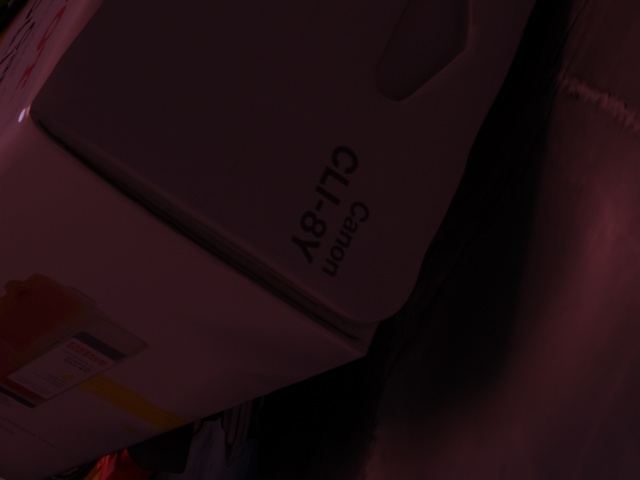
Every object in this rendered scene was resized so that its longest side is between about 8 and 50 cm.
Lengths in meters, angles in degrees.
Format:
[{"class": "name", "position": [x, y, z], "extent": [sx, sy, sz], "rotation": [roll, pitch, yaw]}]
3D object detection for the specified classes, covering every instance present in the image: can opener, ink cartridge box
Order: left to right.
[{"class": "ink cartridge box", "position": [-0.080, -0.061, 0.787], "extent": [0.385, 0.160, 0.279], "rotation": [-27, 33, 56]}, {"class": "can opener", "position": [-0.065, 0.018, 0.976], "extent": [0.280, 0.093, 0.074], "rotation": [-91, 12, -52]}]

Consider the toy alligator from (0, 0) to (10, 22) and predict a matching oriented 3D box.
[{"class": "toy alligator", "position": [-0.177, -0.105, 0.773], "extent": [0.190, 0.056, 0.051], "rotation": [-31, 71, 55]}]

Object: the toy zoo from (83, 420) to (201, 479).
[{"class": "toy zoo", "position": [-0.127, 0.094, 1.232], "extent": [0.293, 0.030, 0.192], "rotation": [132, 154, -57]}]

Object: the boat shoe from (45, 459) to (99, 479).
[{"class": "boat shoe", "position": [-0.153, 0.072, 1.143], "extent": [0.065, 0.075, 0.206], "rotation": [149, 143, -72]}]
